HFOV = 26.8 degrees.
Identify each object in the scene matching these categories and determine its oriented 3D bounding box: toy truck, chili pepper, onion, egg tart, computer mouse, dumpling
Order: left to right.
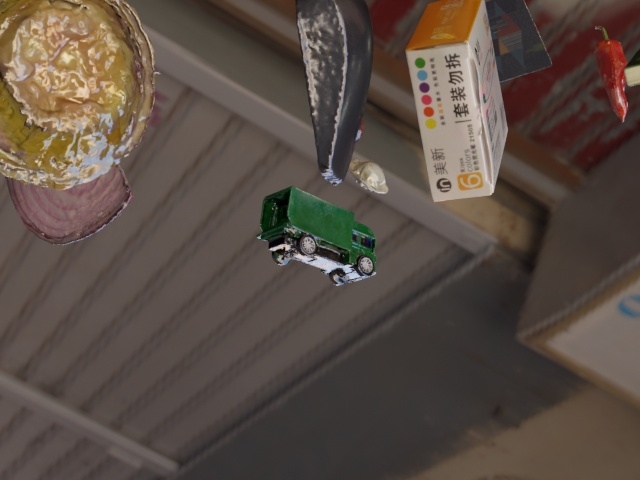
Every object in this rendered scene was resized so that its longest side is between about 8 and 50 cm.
[{"bbox_3d":[-0.387,-0.245,1.934,0.150,0.352,0.352,-1,-120,62],"label":"egg tart"},{"bbox_3d":[-0.471,-0.119,2.574,0.247,0.250,0.111,-36,171,24],"label":"onion"},{"bbox_3d":[0.000,0.000,1.627,0.065,0.147,0.079,-19,-125,50],"label":"toy truck"},{"bbox_3d":[0.027,-0.218,1.699,0.168,0.087,0.295,-45,129,-80],"label":"computer mouse"},{"bbox_3d":[0.078,-0.108,2.326,0.057,0.076,0.052,-22,-179,-34],"label":"dumpling"},{"bbox_3d":[0.502,-0.290,2.304,0.059,0.050,0.191,71,10,-69],"label":"chili pepper"}]

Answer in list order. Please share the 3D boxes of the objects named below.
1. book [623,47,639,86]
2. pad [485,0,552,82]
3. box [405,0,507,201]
[{"bbox_3d":[0.515,-0.253,1.630,0.264,0.027,0.202,-13,-165,27],"label":"book"},{"bbox_3d":[0.274,-0.356,2.140,0.143,0.211,0.003,-13,-162,49],"label":"pad"},{"bbox_3d":[0.190,-0.201,1.828,0.274,0.091,0.220,-62,142,-66],"label":"box"}]
